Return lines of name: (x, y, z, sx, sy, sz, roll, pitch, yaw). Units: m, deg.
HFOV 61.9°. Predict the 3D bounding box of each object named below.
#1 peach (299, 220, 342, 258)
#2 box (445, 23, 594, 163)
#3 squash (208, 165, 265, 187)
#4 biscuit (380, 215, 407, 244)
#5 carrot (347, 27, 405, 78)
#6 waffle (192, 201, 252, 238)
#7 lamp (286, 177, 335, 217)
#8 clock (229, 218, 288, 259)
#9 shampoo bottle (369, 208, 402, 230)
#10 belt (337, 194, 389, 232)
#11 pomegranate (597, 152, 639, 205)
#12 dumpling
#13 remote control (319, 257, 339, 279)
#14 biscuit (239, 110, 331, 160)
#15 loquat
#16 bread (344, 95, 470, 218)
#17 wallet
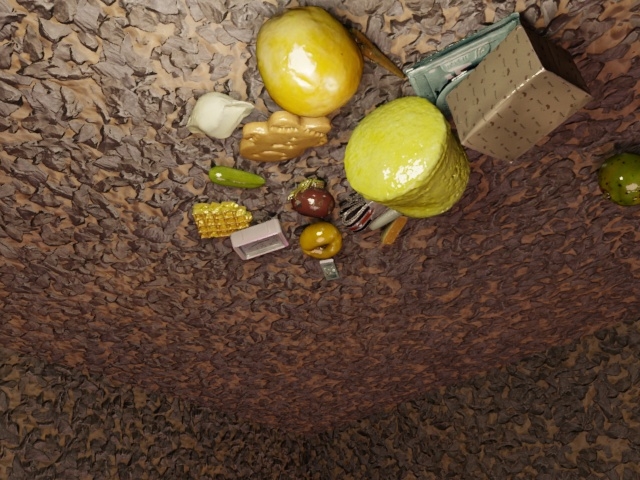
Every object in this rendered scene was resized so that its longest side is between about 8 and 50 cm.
peach: (0.000, 0.000, 2.110, 0.179, 0.103, 0.179, -1, 143, -1)
box: (0.544, -0.400, 1.497, 0.225, 0.191, 0.297, 11, 143, -31)
squash: (-0.286, -0.215, 1.832, 0.201, 0.066, 0.066, 6, 141, -25)
biscuit: (0.289, -0.055, 2.116, 0.052, 0.056, 0.188, 9, 141, -15)
carrot: (0.160, -0.524, 1.515, 0.254, 0.049, 0.049, 23, 134, -37)
waffle: (-0.359, -0.081, 1.995, 0.210, 0.055, 0.160, -6, 144, 0)
lamp: (-0.023, -0.149, 1.901, 0.156, 0.135, 0.157, 12, 178, 25)
clock: (-0.234, -0.002, 2.059, 0.197, 0.063, 0.150, -18, 156, 1)
shampoo bottle: (0.288, -0.130, 1.996, 0.262, 0.085, 0.085, -29, 137, 26)
belt: (0.223, -0.152, 1.929, 0.359, 0.126, 0.094, -32, 137, 28)
pomegranate: (1.101, -0.245, 1.898, 0.198, 0.198, 0.246, 12, 103, -21)
dumpling: (-0.295, -0.371, 1.601, 0.216, 0.126, 0.166, -46, 155, 28)
remote control: (0.040, 0.123, 2.333, 0.061, 0.029, 0.162, -9, 147, 7)
biscuit: (-0.119, -0.302, 1.625, 0.275, 0.052, 0.355, 2, 168, -32)
loquat: (-0.024, -0.468, 1.389, 0.275, 0.276, 0.284, -20, 120, 17)
bread: (0.280, -0.239, 1.653, 0.348, 0.348, 0.307, -31, 139, 29)
wallet: (0.446, -0.489, 1.573, 0.342, 0.075, 0.237, -22, 142, 19)
